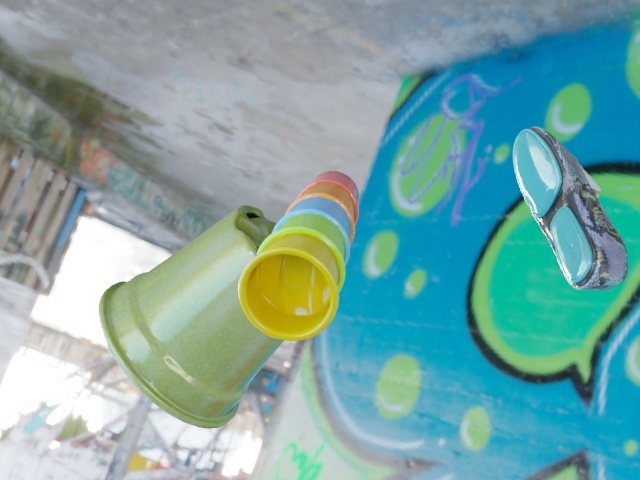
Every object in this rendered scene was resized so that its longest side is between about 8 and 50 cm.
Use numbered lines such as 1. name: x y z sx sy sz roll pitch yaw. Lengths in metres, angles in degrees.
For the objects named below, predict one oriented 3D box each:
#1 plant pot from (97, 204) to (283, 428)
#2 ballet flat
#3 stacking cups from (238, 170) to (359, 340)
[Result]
1. plant pot: -0.143 0.093 1.462 0.276 0.254 0.276 42 -161 -18
2. ballet flat: 0.139 -0.017 0.541 0.041 0.114 0.041 -7 138 -7
3. stacking cups: 0.000 0.000 1.043 0.096 0.096 0.316 18 -158 5
